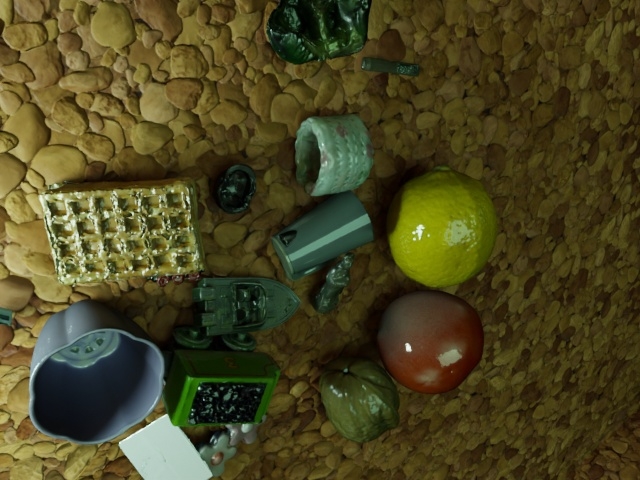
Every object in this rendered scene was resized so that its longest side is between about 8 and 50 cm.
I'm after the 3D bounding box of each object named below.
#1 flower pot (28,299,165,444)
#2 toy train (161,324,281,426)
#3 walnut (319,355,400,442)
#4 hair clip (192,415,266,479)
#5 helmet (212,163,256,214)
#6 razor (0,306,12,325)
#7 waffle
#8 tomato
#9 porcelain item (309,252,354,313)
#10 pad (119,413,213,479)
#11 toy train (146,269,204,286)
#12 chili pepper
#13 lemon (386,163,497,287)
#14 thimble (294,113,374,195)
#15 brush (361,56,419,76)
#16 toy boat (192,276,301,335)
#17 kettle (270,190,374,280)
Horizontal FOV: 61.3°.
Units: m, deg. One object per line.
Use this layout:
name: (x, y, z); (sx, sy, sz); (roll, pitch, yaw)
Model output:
flower pot: (-0.488, 0.256, 1.168); (0.265, 0.243, 0.265); (-11, 114, -25)
toy train: (-0.252, 0.334, 1.341); (0.307, 0.249, 0.174); (11, 105, -35)
walnut: (0.121, 0.476, 1.633); (0.227, 0.282, 0.283); (-55, 131, -33)
hair clip: (-0.264, 0.566, 1.539); (0.257, 0.075, 0.146); (-37, 119, -20)
helmet: (-0.211, -0.127, 1.289); (0.098, 0.070, 0.123); (15, 94, -41)
razor: (-0.776, 0.224, 1.099); (0.278, 0.056, 0.111); (-41, 161, -4)
waffle: (-0.404, -0.023, 1.133); (0.307, 0.091, 0.213); (-5, 113, -5)
tomato: (0.322, 0.302, 1.647); (0.321, 0.321, 0.322); (-12, 115, -27)
porcelain item: (0.046, 0.109, 1.487); (0.081, 0.069, 0.216); (-7, 140, -36)
pad: (-0.409, 0.583, 1.437); (0.156, 0.004, 0.232); (-30, 106, -4)
toy train: (-0.348, 0.059, 1.294); (0.137, 0.050, 0.087); (-8, 108, -28)
chili pepper: (-0.014, -0.493, 1.252); (0.264, 0.116, 0.148); (-22, 130, -22)
lemon: (0.337, -0.033, 1.525); (0.336, 0.336, 0.336); (-12, 115, -27)
thimble: (0.027, -0.206, 1.345); (0.149, 0.185, 0.211); (-10, 148, -26)
brush: (0.193, -0.459, 1.432); (0.190, 0.027, 0.034); (-3, 108, -30)
toy boat: (-0.180, 0.166, 1.399); (0.319, 0.092, 0.141); (2, 80, -41)
kettle: (0.000, 0.000, 1.444); (0.243, 0.160, 0.211); (-29, 150, -11)
